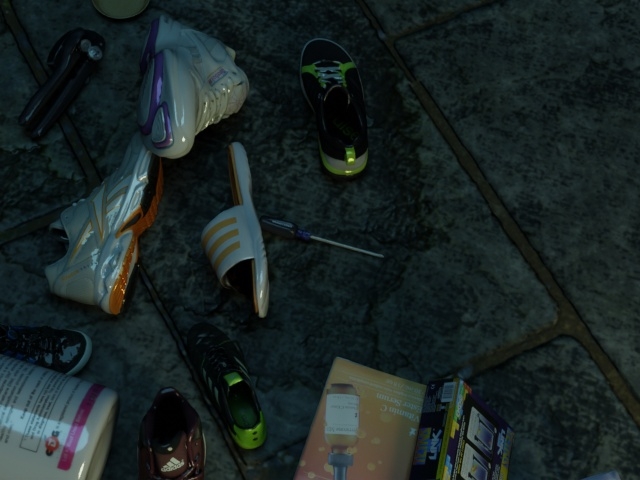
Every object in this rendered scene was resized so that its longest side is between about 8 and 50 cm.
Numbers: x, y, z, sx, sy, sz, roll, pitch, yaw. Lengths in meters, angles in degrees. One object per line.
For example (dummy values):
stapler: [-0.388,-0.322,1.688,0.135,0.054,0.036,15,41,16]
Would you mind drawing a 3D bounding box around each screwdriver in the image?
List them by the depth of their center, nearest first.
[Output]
screwdriver: [0.000,0.000,1.846,0.169,0.024,0.025,18,31,5]

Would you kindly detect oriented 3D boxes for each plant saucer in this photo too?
plant saucer: [-0.285,-0.346,2.031,0.083,0.015,0.083,2,59,-3]

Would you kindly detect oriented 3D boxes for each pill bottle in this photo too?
pill bottle: [-0.384,0.205,1.608,0.283,0.160,0.160,17,60,1]

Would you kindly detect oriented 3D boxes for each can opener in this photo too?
can opener: [-0.351,-0.215,1.936,0.059,0.073,0.186,37,60,-27]

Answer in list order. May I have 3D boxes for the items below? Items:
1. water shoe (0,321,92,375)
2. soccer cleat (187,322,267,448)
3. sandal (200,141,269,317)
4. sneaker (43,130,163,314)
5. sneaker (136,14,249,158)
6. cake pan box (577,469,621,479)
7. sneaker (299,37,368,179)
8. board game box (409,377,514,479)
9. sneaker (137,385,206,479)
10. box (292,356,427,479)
water shoe: [-0.378,0.133,1.707,0.203,0.080,0.073,-5,60,-7]
soccer cleat: [-0.110,0.166,1.710,0.060,0.072,0.179,-22,63,-16]
sandal: [-0.116,-0.010,1.805,0.076,0.102,0.265,-8,52,-7]
sneaker: [-0.278,-0.037,1.808,0.121,0.099,0.262,9,58,7]
sneaker: [-0.160,-0.201,1.854,0.152,0.114,0.305,16,32,-15]
cake pan box: [0.312,0.409,1.498,0.070,0.246,0.267,-16,63,-8]
sneaker: [0.027,-0.193,1.915,0.084,0.097,0.235,-8,61,-9]
board game box: [0.162,0.265,1.634,0.048,0.141,0.170,-9,52,34]
sneaker: [-0.170,0.293,1.579,0.106,0.162,0.281,-6,60,-7]
box: [0.050,0.245,1.665,0.130,0.091,0.170,16,60,5]
